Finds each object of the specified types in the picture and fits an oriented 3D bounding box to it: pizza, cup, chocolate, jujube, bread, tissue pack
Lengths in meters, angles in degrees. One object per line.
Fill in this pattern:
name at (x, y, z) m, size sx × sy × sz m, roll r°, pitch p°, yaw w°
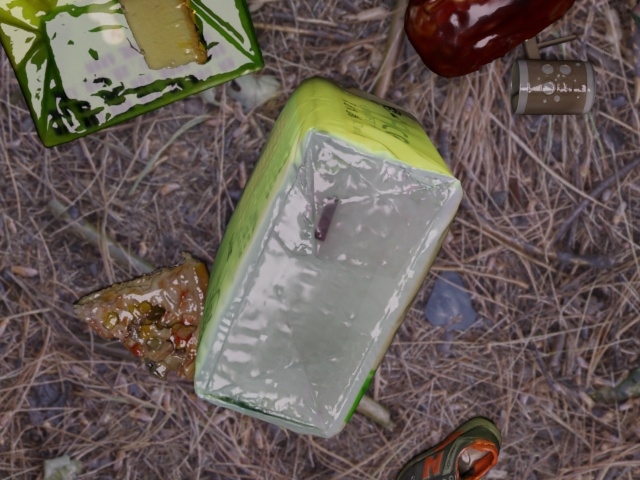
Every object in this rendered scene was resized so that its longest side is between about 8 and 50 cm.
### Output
pizza at (-0.244, 0.102, 1.667) m, size 0.195 × 0.052 × 0.185 m, roll 5°, pitch 102°, yaw -1°
cup at (0.299, -0.208, 1.579) m, size 0.099 × 0.102 × 0.074 m, roll 1°, pitch 143°, yaw -1°
chocolate at (-0.252, -0.303, 1.518) m, size 0.301 × 0.137 × 0.289 m, roll -20°, pitch 104°, yaw 4°
jujube at (0.209, -0.301, 1.504) m, size 0.230 × 0.155 × 0.155 m, roll -36°, pitch 102°, yaw 11°
bread at (-0.185, -0.247, 1.422) m, size 0.084 × 0.080 × 0.109 m, roll -16°, pitch 102°, yaw 4°
tissue pack at (0.000, 0.000, 1.458) m, size 0.205 × 0.405 × 0.332 m, roll 22°, pitch 104°, yaw -8°

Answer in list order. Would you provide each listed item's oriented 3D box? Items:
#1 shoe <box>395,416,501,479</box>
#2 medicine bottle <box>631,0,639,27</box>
shoe at (0.173, 0.328, 1.707) m, size 0.194 × 0.077 × 0.074 m, roll -41°, pitch 101°, yaw 10°
medicine bottle at (0.487, -0.301, 1.512) m, size 0.135 × 0.135 × 0.168 m, roll 41°, pitch 101°, yaw -9°
